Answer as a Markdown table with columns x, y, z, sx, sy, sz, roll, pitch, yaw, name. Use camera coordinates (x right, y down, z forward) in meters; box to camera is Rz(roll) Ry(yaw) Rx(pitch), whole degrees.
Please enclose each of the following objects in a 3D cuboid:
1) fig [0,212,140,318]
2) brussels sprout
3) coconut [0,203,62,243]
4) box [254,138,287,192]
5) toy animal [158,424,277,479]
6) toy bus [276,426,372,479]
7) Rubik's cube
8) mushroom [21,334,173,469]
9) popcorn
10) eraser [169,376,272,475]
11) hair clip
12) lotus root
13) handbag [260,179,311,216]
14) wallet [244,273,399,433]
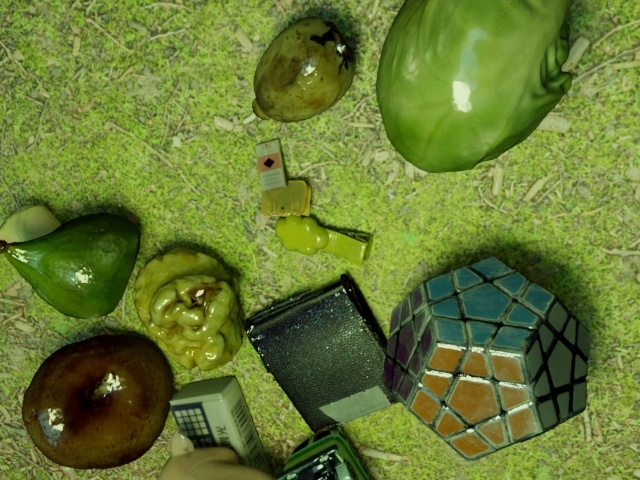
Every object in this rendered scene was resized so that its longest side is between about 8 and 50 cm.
| x | y | z | sx | sy | sz | roll | pitch | yaw | name |
| --- | --- | --- | --- | --- | --- | --- | --- | --- | --- |
| -0.453 | 0.032 | 1.308 | 0.235 | 0.203 | 0.203 | 17 | 117 | -25 | fig |
| 0.207 | -0.240 | 0.999 | 0.247 | 0.328 | 0.328 | 27 | 117 | -21 | brussels sprout |
| -0.537 | 0.002 | 1.402 | 0.122 | 0.116 | 0.116 | 48 | 115 | 3 | coconut |
| -0.084 | -0.126 | 1.257 | 0.046 | 0.012 | 0.083 | -12 | 82 | 21 | box |
| -0.179 | 0.462 | 1.334 | 0.250 | 0.154 | 0.166 | 19 | 70 | 13 | toy animal |
| 0.049 | 0.491 | 1.363 | 0.133 | 0.165 | 0.276 | -30 | 98 | 9 | toy bus |
| 0.251 | 0.182 | 1.136 | 0.319 | 0.319 | 0.264 | 5 | 135 | 16 | Rubik's cube |
| -0.413 | 0.308 | 1.417 | 0.267 | 0.254 | 0.267 | 0 | 75 | -1 | mushroom |
| -0.238 | 0.123 | 1.304 | 0.200 | 0.203 | 0.226 | -5 | 88 | 9 | popcorn |
| -0.186 | 0.412 | 1.452 | 0.124 | 0.081 | 0.279 | -13 | 104 | 21 | eraser |
| 0.000 | 0.000 | 1.273 | 0.173 | 0.046 | 0.072 | 17 | 109 | 13 | hair clip |
| -0.035 | -0.254 | 1.158 | 0.138 | 0.138 | 0.214 | 49 | 126 | -3 | lotus root |
| -0.059 | -0.071 | 1.264 | 0.083 | 0.027 | 0.061 | -2 | 78 | 19 | handbag |
| 0.017 | 0.208 | 1.335 | 0.221 | 0.071 | 0.262 | -27 | 102 | 18 | wallet |
